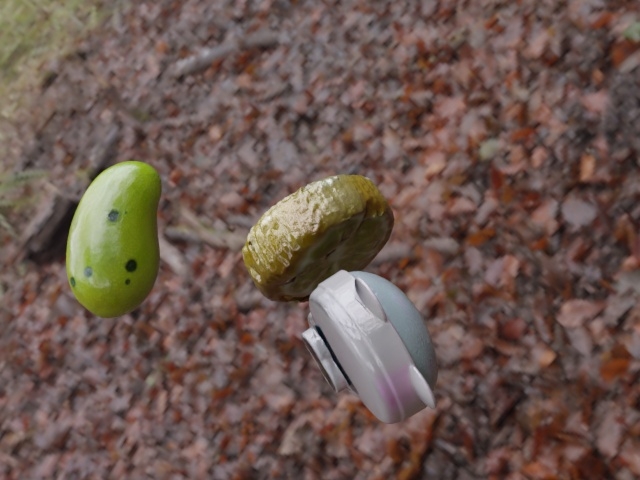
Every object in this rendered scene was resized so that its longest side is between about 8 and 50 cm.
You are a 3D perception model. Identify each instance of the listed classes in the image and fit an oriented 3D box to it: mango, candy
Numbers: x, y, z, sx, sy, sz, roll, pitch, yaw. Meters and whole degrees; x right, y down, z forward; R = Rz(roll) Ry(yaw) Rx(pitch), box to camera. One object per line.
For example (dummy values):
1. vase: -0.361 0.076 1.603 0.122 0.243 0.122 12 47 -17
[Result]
1. mango: -0.371 -0.003 2.009 0.143 0.175 0.293 -14 -63 -81
2. candy: 0.000 0.000 1.780 0.260 0.260 0.118 -39 68 20

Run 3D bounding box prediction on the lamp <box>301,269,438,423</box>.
1. lamp: 0.059 0.114 1.248 0.108 0.179 0.246 -27 1 -16
